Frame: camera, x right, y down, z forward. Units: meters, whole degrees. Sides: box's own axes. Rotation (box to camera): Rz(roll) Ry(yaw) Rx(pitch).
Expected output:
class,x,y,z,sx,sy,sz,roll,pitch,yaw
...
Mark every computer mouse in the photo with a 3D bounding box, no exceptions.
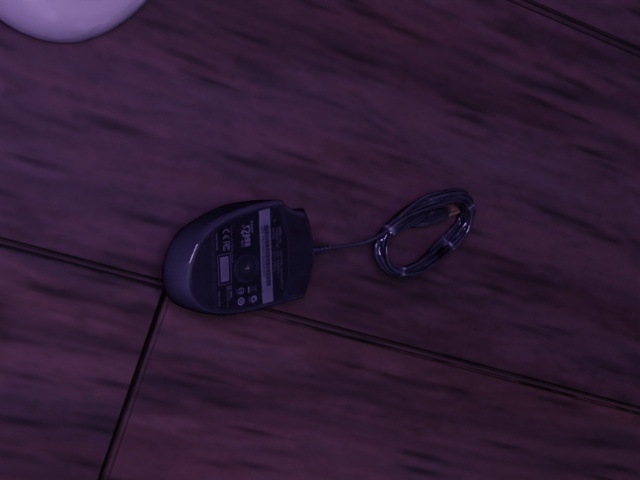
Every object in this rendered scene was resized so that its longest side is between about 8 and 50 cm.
class,x,y,z,sx,sy,sz,roll,pitch,yaw
computer mouse,0.000,0.000,1.053,0.242,0.041,0.071,-9,107,-35

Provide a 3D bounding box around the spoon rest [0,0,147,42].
class,x,y,z,sx,sy,sz,roll,pitch,yaw
spoon rest,-0.174,-0.217,0.873,0.137,0.084,0.276,-50,135,-8
